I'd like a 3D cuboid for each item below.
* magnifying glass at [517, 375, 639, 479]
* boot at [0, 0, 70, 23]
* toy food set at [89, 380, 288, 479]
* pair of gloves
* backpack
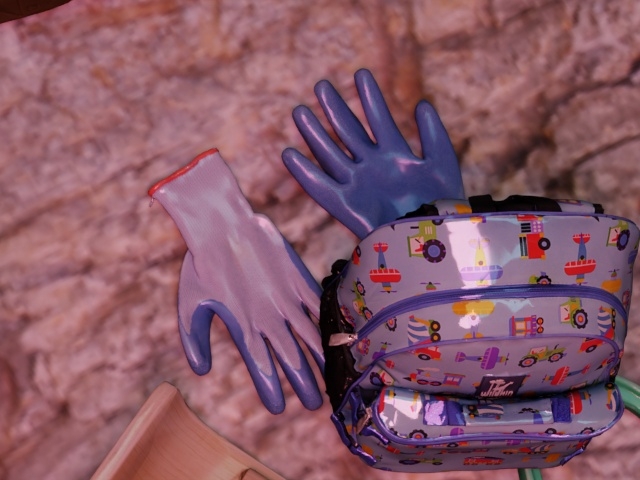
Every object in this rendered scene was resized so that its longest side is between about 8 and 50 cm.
[{"bbox_3d":[0.173,0.181,1.035,0.092,0.026,0.231,-14,76,-13],"label":"magnifying glass"},{"bbox_3d":[-0.140,-0.221,1.090,0.213,0.077,0.165,-17,74,-11],"label":"boot"},{"bbox_3d":[-0.012,0.238,0.953,0.306,0.092,0.220,33,71,2],"label":"toy food set"},{"bbox_3d":[0.000,0.000,1.068,0.198,0.023,0.159,-29,79,-17],"label":"pair of gloves"},{"bbox_3d":[0.084,0.044,0.965,0.158,0.173,0.117,1,72,-9],"label":"backpack"}]
